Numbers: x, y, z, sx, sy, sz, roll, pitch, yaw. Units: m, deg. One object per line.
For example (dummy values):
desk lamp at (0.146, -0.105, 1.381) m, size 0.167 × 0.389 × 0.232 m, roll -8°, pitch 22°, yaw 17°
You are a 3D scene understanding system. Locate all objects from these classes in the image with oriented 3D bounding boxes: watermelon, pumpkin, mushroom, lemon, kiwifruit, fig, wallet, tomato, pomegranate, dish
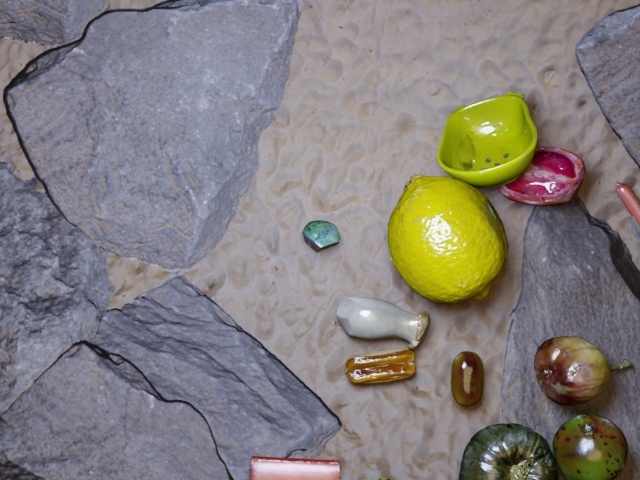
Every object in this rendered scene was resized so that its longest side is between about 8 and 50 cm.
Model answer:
watermelon at (0.005, -0.002, 1.717) m, size 0.084 × 0.092 × 0.072 m, roll -8°, pitch 124°, yaw 6°
pumpkin at (0.411, 0.510, 1.638) m, size 0.223 × 0.157 × 0.224 m, roll 1°, pitch 74°, yaw -4°
mushroom at (0.141, 0.183, 1.693) m, size 0.212 × 0.088 × 0.097 m, roll 15°, pitch 74°, yaw -2°
lemon at (0.270, -0.006, 1.635) m, size 0.253 × 0.253 × 0.310 m, roll -27°, pitch 85°, yaw -3°
kiwifruit at (0.331, 0.312, 1.695) m, size 0.075 × 0.075 × 0.124 m, roll 0°, pitch 82°, yaw -1°
fig at (0.595, 0.277, 1.670) m, size 0.230 × 0.160 × 0.143 m, roll -17°, pitch 126°, yaw -4°
wallet at (-0.059, 0.558, 1.675) m, size 0.204 × 0.045 × 0.142 m, roll 3°, pitch 75°, yaw -1°
tomato at (0.503, -0.123, 1.708) m, size 0.189 × 0.099 × 0.173 m, roll -40°, pitch 48°, yaw -18°
pomegranate at (0.599, 0.477, 1.658) m, size 0.159 × 0.159 × 0.205 m, roll -21°, pitch 112°, yaw -3°
dish at (0.384, -0.207, 1.695) m, size 0.221 × 0.108 × 0.262 m, roll -12°, pitch 42°, yaw 22°

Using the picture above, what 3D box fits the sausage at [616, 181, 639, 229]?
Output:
sausage at (0.760, -0.029, 1.754) m, size 0.034 × 0.034 × 0.253 m, roll -28°, pitch 86°, yaw -4°

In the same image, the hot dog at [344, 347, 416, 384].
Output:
hot dog at (0.136, 0.286, 1.706) m, size 0.165 × 0.045 × 0.071 m, roll -8°, pitch 87°, yaw -2°

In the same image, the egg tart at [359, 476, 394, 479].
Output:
egg tart at (0.136, 0.629, 1.623) m, size 0.106 × 0.241 × 0.241 m, roll 17°, pitch 83°, yaw -42°
